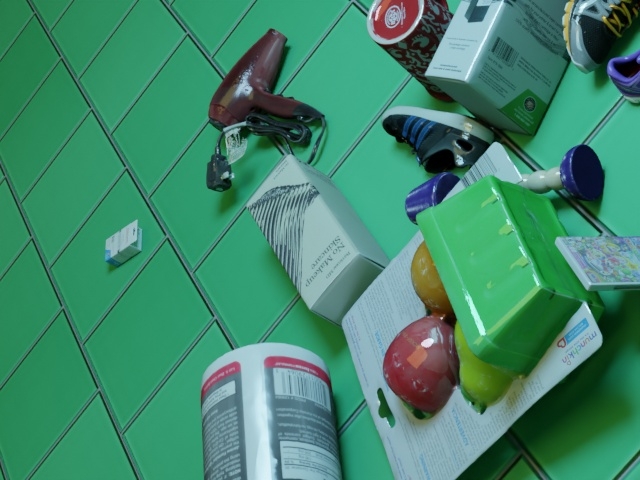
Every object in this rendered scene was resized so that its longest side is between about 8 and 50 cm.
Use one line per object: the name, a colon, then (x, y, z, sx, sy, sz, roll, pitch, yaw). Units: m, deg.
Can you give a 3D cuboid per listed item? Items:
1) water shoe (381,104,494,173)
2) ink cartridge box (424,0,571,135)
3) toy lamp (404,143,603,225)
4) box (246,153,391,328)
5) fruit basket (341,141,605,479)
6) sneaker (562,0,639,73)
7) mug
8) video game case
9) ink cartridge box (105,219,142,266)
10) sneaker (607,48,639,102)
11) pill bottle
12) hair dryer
water shoe: (0.146, -0.135, 1.878, 0.203, 0.073, 0.080, 12, 77, 52)
ink cartridge box: (0.250, -0.265, 1.782, 0.087, 0.153, 0.208, 18, 79, 52)
toy lamp: (0.224, -0.064, 1.739, 0.275, 0.080, 0.080, -14, 56, 42)
box: (0.000, 0.000, 1.933, 0.113, 0.094, 0.275, -50, 38, 12)
fruit basket: (0.172, 0.110, 1.649, 0.353, 0.165, 0.327, -56, 37, 33)
sneaker: (0.377, -0.309, 1.728, 0.083, 0.084, 0.214, 15, 77, 47)
mug: (0.137, -0.287, 1.887, 0.113, 0.169, 0.150, -45, 52, 15)
video game case: (0.333, 0.025, 1.529, 0.087, 0.122, 0.011, -116, 33, -48)
ink cartridge box: (-0.334, 0.005, 2.361, 0.083, 0.028, 0.048, -31, 46, 32)
sneaker: (0.415, -0.203, 1.621, 0.170, 0.071, 0.068, -9, 60, 45)
pill bottle: (-0.060, 0.304, 1.731, 0.176, 0.176, 0.318, -33, 44, 30)
hair dryer: (-0.082, -0.216, 2.212, 0.224, 0.080, 0.293, -17, 58, 22)
